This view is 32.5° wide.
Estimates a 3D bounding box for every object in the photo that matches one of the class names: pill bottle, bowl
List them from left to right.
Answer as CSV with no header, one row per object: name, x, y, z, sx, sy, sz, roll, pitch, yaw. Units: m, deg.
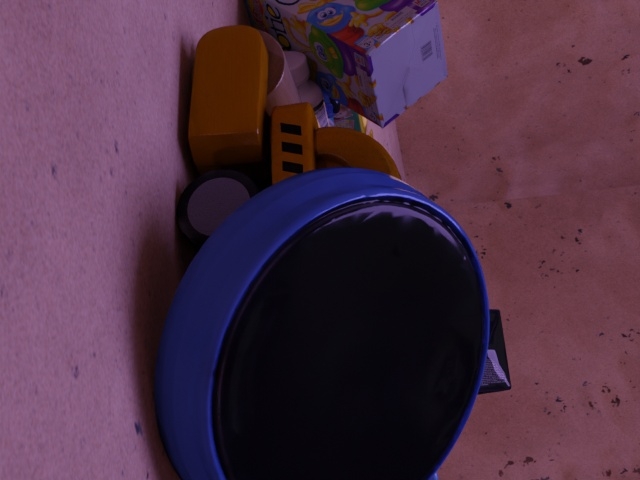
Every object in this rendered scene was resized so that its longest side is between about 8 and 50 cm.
pill bottle,-0.044,-0.180,1.617,0.108,0.108,0.180,-81,162,-58
bowl,0.020,0.123,1.112,0.077,0.391,0.391,20,-53,50

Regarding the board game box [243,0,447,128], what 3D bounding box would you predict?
board game box,0.033,-0.307,1.610,0.275,0.142,0.144,36,-24,36

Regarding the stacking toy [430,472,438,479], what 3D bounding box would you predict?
stacking toy,0.085,0.503,1.919,0.302,0.165,0.175,-35,137,-66

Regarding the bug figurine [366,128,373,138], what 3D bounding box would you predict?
bug figurine,0.084,-0.101,2.484,0.216,0.072,0.279,-62,150,-63

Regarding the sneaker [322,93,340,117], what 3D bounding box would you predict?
sneaker,-0.007,-0.290,1.804,0.330,0.147,0.130,-87,168,-47

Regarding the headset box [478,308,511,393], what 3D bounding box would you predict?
headset box,0.063,0.163,1.428,0.218,0.293,0.110,5,74,-49

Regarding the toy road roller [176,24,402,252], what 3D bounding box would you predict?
toy road roller,-0.020,-0.084,1.278,0.202,0.240,0.329,67,19,-63

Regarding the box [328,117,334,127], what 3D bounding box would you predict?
box,-0.007,-0.187,2.005,0.100,0.060,0.244,4,80,-81

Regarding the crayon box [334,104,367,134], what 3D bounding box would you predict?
crayon box,0.021,-0.417,2.193,0.313,0.106,0.363,-81,162,-54
